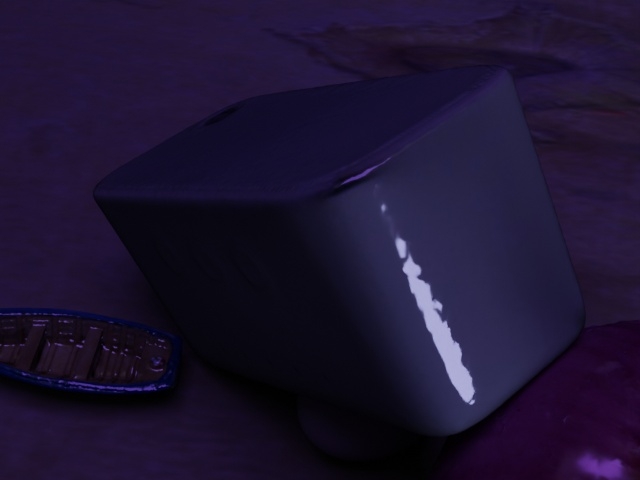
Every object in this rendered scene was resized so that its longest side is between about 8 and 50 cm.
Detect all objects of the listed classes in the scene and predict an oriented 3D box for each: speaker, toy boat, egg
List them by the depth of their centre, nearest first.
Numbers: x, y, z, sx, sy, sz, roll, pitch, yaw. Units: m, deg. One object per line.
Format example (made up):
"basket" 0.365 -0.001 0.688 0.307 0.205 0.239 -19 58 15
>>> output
"speaker" 0.000 0.000 0.821 0.183 0.184 0.406 -33 18 -24
"egg" 0.044 0.122 0.895 0.135 0.103 0.103 -25 55 -17
"toy boat" -0.231 0.097 0.953 0.228 0.046 0.080 6 52 5

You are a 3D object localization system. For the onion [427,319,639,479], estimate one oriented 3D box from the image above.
"onion" 0.245 0.198 0.710 0.358 0.345 0.358 14 27 -8
